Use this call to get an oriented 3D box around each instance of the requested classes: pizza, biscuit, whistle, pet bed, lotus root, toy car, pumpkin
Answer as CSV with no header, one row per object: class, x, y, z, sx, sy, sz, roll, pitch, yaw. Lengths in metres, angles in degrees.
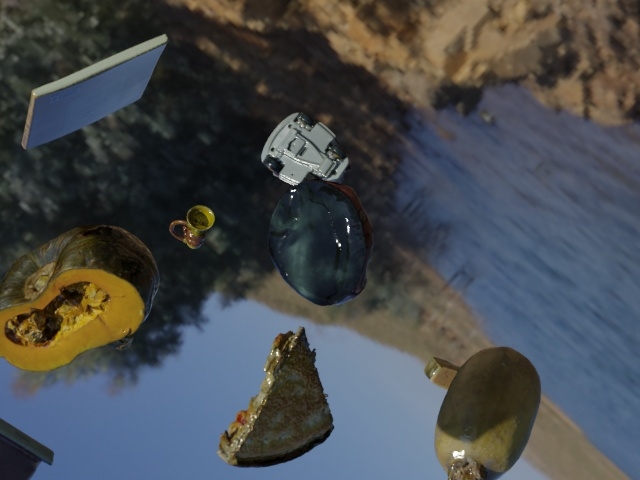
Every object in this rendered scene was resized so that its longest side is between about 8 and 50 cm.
pizza,-0.096,0.317,2.260,0.074,0.251,0.287,23,137,44
biscuit,0.295,0.286,2.435,0.188,0.052,0.056,23,-164,-28
whistle,-0.216,-0.015,1.992,0.109,0.057,0.046,126,134,-59
pet bed,0.000,0.000,1.830,0.201,0.201,0.053,43,-150,26
lotus root,0.297,0.331,2.175,0.169,0.342,0.151,9,131,22
toy car,-0.012,-0.126,1.937,0.139,0.112,0.112,35,175,23
pumpkin,-0.414,0.111,2.061,0.222,0.317,0.139,47,-156,-33

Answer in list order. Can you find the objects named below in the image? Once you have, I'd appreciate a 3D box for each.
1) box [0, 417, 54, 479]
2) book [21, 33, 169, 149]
box,-0.498,0.253,1.472,0.193,0.167,0.294,20,160,39
book,-0.434,-0.276,2.266,0.032,0.269,0.389,62,160,0
